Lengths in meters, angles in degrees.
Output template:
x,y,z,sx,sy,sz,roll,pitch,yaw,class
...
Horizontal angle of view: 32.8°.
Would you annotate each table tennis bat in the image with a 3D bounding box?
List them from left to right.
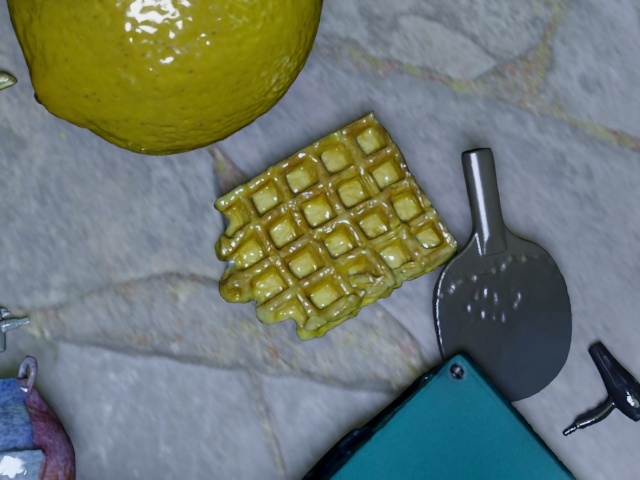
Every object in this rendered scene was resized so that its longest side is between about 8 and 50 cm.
x,y,z,sx,sy,sz,roll,pitch,yaw,class
0.161,0.033,0.987,0.131,0.022,0.235,-11,97,-11,table tennis bat

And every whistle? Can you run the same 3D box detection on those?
x,y,z,sx,sy,sz,roll,pitch,yaw,class
-0.295,0.262,0.908,0.142,0.133,0.346,16,88,29,whistle

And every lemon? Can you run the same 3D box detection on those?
x,y,z,sx,sy,sz,roll,pitch,yaw,class
-0.135,-0.212,0.946,0.292,0.293,0.293,0,77,-1,lemon

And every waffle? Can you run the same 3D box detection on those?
x,y,z,sx,sy,sz,roll,pitch,yaw,class
0.000,0.000,1.006,0.210,0.055,0.160,-31,81,-9,waffle

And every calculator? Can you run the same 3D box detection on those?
x,y,z,sx,sy,sz,roll,pitch,yaw,class
0.102,0.259,0.911,0.248,0.058,0.274,47,61,1,calculator

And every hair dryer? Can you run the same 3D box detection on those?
x,y,z,sx,sy,sz,roll,pitch,yaw,class
0.251,0.145,0.998,0.083,0.031,0.079,-33,69,0,hair dryer

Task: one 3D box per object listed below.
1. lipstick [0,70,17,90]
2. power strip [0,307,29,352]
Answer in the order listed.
x,y,z,sx,sy,sz,roll,pitch,yaw,class
-0.349,-0.139,1.043,0.116,0.037,0.037,-24,79,-10,lipstick
-0.360,0.091,0.991,0.191,0.030,0.048,-11,78,-3,power strip
